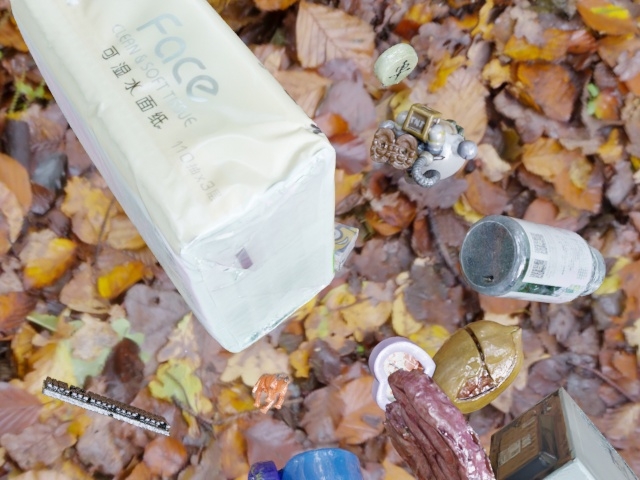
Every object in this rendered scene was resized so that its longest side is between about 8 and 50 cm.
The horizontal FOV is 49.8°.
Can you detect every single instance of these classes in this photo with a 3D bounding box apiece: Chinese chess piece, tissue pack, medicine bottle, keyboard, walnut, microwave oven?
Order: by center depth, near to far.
[{"bbox_3d":[-0.162,-0.112,0.836,0.205,0.332,0.405,-34,68,-13],"label":"tissue pack"},{"bbox_3d":[0.375,0.399,1.062,0.181,0.295,0.237,-42,86,17],"label":"microwave oven"},{"bbox_3d":[0.137,-0.319,1.251,0.084,0.084,0.034,-28,73,-14],"label":"Chinese chess piece"},{"bbox_3d":[0.396,0.040,1.251,0.293,0.141,0.142,8,78,-37],"label":"medicine bottle"},{"bbox_3d":[0.000,0.000,1.590,0.148,0.060,0.109,18,38,13],"label":"tissue pack"},{"bbox_3d":[-0.506,0.395,1.645,0.316,0.106,0.027,27,84,-22],"label":"keyboard"},{"bbox_3d":[0.405,0.321,1.803,0.203,0.203,0.298,45,97,-1],"label":"walnut"}]

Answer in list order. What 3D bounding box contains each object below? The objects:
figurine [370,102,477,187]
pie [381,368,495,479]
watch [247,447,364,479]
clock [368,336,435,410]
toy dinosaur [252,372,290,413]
[{"bbox_3d":[0.251,-0.244,1.726,0.261,0.381,0.186,35,110,20],"label":"figurine"},{"bbox_3d":[0.152,0.270,0.922,0.054,0.219,0.204,-27,69,-19],"label":"pie"},{"bbox_3d":[-0.019,0.442,1.142,0.200,0.196,0.171,-5,55,-16],"label":"watch"},{"bbox_3d":[0.204,0.329,1.754,0.172,0.064,0.198,-14,112,-17],"label":"clock"},{"bbox_3d":[-0.115,0.334,1.549,0.055,0.279,0.102,33,60,-16],"label":"toy dinosaur"}]
